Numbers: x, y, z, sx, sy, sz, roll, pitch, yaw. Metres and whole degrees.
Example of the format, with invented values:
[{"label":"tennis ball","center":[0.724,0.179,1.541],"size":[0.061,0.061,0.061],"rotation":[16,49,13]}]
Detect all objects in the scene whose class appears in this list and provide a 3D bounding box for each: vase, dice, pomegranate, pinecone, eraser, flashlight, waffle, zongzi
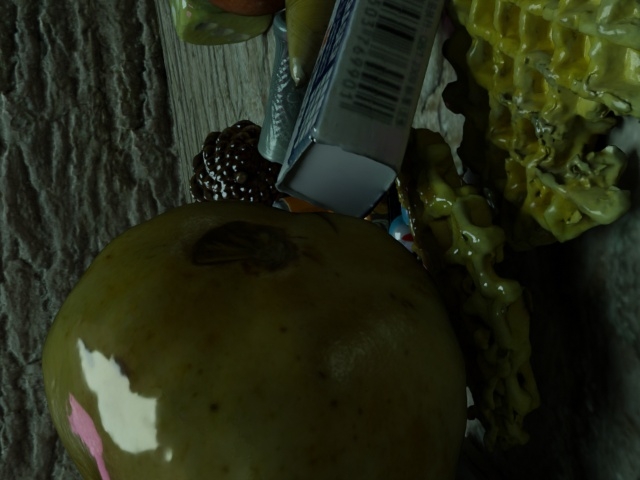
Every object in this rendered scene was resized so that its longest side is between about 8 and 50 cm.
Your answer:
[{"label":"vase","center":[-0.040,-0.228,1.168],"size":[0.096,0.096,0.219],"rotation":[-116,26,-46]},{"label":"dice","center":[-0.180,-0.451,1.390],"size":[0.169,0.166,0.169],"rotation":[158,102,-74]},{"label":"pomegranate","center":[-0.050,0.126,0.621],"size":[0.332,0.332,0.332],"rotation":[171,90,-74]},{"label":"pinecone","center":[-0.118,-0.096,1.332],"size":[0.208,0.207,0.208],"rotation":[171,90,-74]},{"label":"eraser","center":[0.049,-0.172,0.686],"size":[0.130,0.086,0.287],"rotation":[132,156,-68]},{"label":"flashlight","center":[0.105,-0.042,0.840],"size":[0.051,0.051,0.129],"rotation":[-119,29,-50]},{"label":"waffle","center":[0.158,-0.120,0.584],"size":[0.261,0.056,0.250],"rotation":[123,135,-76]},{"label":"zongzi","center":[-0.007,-0.257,0.910],"size":[0.197,0.099,0.194],"rotation":[-65,16,-1]},{"label":"waffle","center":[0.126,0.039,0.688],"size":[0.262,0.060,0.280],"rotation":[-105,-1,-53]}]

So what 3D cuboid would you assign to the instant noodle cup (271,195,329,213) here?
[{"label":"instant noodle cup","center":[0.000,0.000,1.083],"size":[0.177,0.125,0.208],"rotation":[-121,26,-52]}]

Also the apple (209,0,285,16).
[{"label":"apple","center":[-0.103,-0.408,1.115],"size":[0.168,0.181,0.181],"rotation":[-123,28,-60]}]

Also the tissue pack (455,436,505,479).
[{"label":"tissue pack","center":[0.106,0.289,0.713],"size":[0.305,0.238,0.238],"rotation":[-133,37,-64]}]

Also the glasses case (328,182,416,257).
[{"label":"glasses case","center":[0.063,0.017,0.949],"size":[0.122,0.082,0.321],"rotation":[-163,65,-66]}]

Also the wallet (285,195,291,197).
[{"label":"wallet","center":[0.001,0.096,1.228],"size":[0.170,0.044,0.321],"rotation":[53,-156,-78]}]
